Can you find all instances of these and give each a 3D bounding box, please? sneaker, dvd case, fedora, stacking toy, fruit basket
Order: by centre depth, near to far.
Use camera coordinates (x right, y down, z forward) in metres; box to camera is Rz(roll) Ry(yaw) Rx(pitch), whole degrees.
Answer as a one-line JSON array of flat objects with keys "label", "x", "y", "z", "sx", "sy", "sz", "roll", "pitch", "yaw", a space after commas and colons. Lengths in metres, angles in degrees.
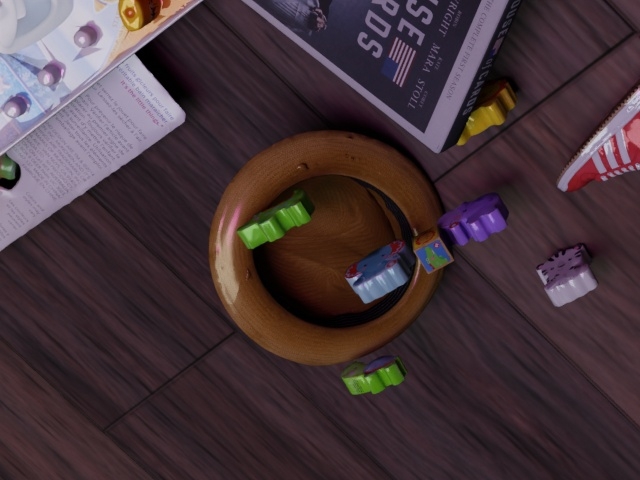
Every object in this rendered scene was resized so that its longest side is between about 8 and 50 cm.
[{"label": "dvd case", "x": 0.024, "y": -0.193, "z": 1.044, "sx": 0.238, "sy": 0.029, "sz": 0.179, "roll": 40, "pitch": 137, "yaw": 19}, {"label": "sneaker", "x": 0.217, "y": -0.058, "z": 1.077, "sx": 0.067, "sy": 0.042, "sz": 0.118, "roll": 39, "pitch": 133, "yaw": 1}, {"label": "stacking toy", "x": 0.075, "y": 0.003, "z": 1.146, "sx": 0.221, "sy": 0.052, "sz": 0.167, "roll": -28, "pitch": 112, "yaw": 11}, {"label": "fedora", "x": 0.000, "y": 0.000, "z": 1.203, "sx": 0.194, "sy": 0.194, "sz": 0.079, "roll": 60, "pitch": 172, "yaw": -23}, {"label": "fruit basket", "x": -0.327, "y": -0.144, "z": 1.275, "sx": 0.353, "sy": 0.165, "sz": 0.327, "roll": -33, "pitch": 106, "yaw": 27}]

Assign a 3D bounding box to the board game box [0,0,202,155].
[{"label": "board game box", "x": -0.333, "y": -0.230, "z": 1.127, "sx": 0.390, "sy": 0.050, "sz": 0.390, "roll": -34, "pitch": 101, "yaw": 20}]
